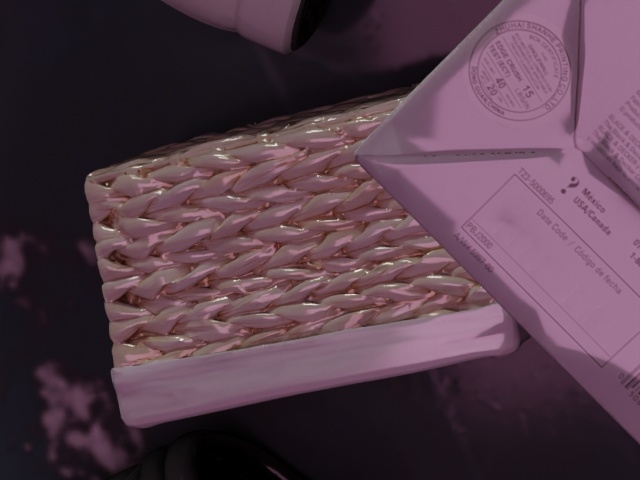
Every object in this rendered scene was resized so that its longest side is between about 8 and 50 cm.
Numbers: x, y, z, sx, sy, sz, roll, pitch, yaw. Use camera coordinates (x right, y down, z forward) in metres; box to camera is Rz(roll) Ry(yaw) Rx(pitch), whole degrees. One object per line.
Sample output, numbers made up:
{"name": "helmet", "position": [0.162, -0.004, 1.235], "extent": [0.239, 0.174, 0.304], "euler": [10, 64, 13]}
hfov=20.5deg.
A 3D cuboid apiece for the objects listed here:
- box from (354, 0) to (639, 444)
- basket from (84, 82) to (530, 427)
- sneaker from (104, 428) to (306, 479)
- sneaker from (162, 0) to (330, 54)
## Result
{"name": "box", "position": [0.132, -0.021, 0.570], "extent": [0.169, 0.290, 0.087], "euler": [46, 109, 5]}
{"name": "basket", "position": [0.000, 0.000, 0.709], "extent": [0.167, 0.113, 0.103], "euler": [-13, 96, 19]}
{"name": "sneaker", "position": [-0.009, 0.209, 0.762], "extent": [0.147, 0.104, 0.295], "euler": [-44, 85, 23]}
{"name": "sneaker", "position": [-0.023, -0.222, 0.667], "extent": [0.123, 0.106, 0.290], "euler": [22, 109, 9]}
